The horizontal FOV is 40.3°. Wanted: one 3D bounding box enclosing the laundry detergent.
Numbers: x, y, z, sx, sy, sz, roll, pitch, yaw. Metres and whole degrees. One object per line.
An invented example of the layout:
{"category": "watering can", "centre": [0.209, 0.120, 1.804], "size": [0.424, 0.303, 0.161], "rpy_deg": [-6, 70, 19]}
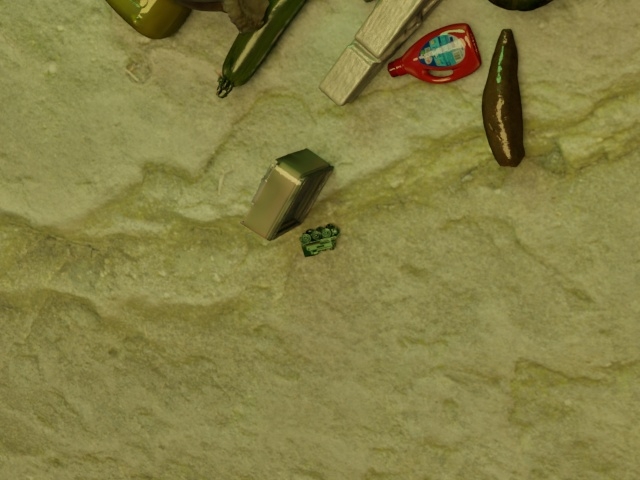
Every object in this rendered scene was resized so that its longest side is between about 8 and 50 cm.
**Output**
{"category": "laundry detergent", "centre": [0.203, -0.327, 1.582], "size": [0.165, 0.049, 0.097], "rpy_deg": [-16, 100, 24]}

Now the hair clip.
{"category": "hair clip", "centre": [0.123, -0.388, 1.574], "size": [0.085, 0.101, 0.331], "rpy_deg": [44, 113, 3]}

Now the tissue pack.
{"category": "tissue pack", "centre": [-0.349, -0.483, 1.701], "size": [0.178, 0.127, 0.123], "rpy_deg": [46, 109, 5]}

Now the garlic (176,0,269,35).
{"category": "garlic", "centre": [-0.210, -0.513, 1.566], "size": [0.292, 0.237, 0.210], "rpy_deg": [38, 111, 13]}

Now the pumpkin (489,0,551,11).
{"category": "pumpkin", "centre": [0.349, -0.515, 1.427], "size": [0.260, 0.189, 0.260], "rpy_deg": [18, 135, 19]}

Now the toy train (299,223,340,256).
{"category": "toy train", "centre": [0.000, 0.000, 1.723], "size": [0.083, 0.033, 0.053], "rpy_deg": [-13, 101, 21]}

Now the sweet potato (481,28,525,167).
{"category": "sweet potato", "centre": [0.320, -0.249, 1.546], "size": [0.077, 0.077, 0.243], "rpy_deg": [-6, 92, 20]}

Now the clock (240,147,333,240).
{"category": "clock", "centre": [-0.061, -0.087, 1.642], "size": [0.071, 0.192, 0.147], "rpy_deg": [34, 109, 9]}

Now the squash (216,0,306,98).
{"category": "squash", "centre": [-0.101, -0.405, 1.656], "size": [0.318, 0.071, 0.080], "rpy_deg": [-48, 67, 18]}

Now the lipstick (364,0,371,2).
{"category": "lipstick", "centre": [0.019, -0.546, 1.589], "size": [0.254, 0.070, 0.070], "rpy_deg": [46, 111, 6]}
